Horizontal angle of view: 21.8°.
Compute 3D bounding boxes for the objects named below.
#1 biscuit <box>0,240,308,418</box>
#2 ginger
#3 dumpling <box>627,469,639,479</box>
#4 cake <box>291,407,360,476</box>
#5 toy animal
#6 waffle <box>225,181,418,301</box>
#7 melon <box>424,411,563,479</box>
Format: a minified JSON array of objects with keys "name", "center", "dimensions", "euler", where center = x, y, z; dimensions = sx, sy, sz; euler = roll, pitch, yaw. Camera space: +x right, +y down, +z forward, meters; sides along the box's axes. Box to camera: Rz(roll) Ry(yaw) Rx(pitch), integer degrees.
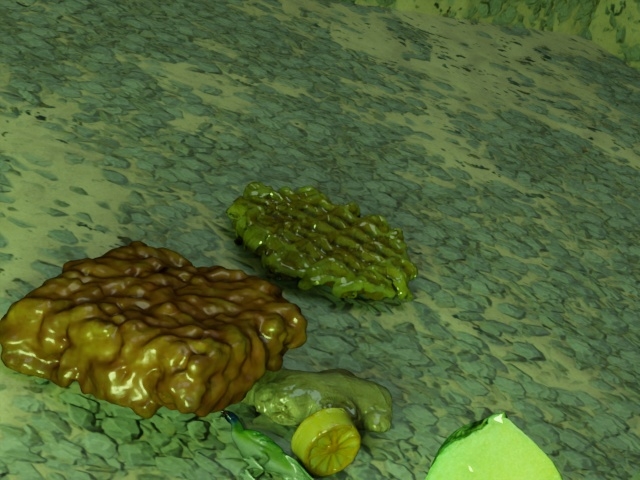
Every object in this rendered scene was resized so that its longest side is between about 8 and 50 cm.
[{"name":"biscuit","center":[-0.196,0.107,2.034],"dimensions":[0.312,0.110,0.318],"euler":[16,22,27]},{"name":"ginger","center":[-0.015,0.197,2.088],"dimensions":[0.213,0.074,0.137],"euler":[14,6,-24]},{"name":"dumpling","center":[0.441,0.371,2.049],"dimensions":[0.173,0.142,0.247],"euler":[-24,45,-11]},{"name":"cake","center":[0.007,0.241,1.998],"dimensions":[0.084,0.084,0.044],"euler":[5,30,-34]},{"name":"toy animal","center":[-0.048,0.272,1.938],"dimensions":[0.217,0.041,0.075],"euler":[37,26,24]},{"name":"waffle","center":[0.000,0.000,2.559],"dimensions":[0.302,0.068,0.325],"euler":[12,22,-20]},{"name":"melon","center":[0.226,0.348,1.644],"dimensions":[0.331,0.226,0.343],"euler":[-17,64,-38]}]
